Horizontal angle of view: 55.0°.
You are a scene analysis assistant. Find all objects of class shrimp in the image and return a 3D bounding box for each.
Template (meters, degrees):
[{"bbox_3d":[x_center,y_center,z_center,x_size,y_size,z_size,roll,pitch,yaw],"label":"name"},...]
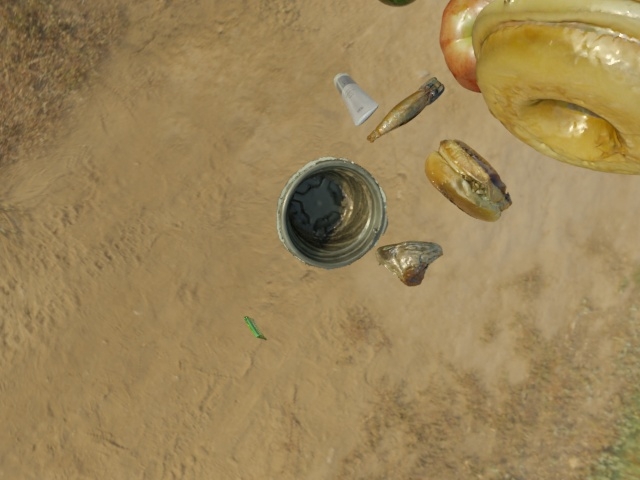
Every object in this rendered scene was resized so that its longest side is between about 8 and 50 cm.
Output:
[{"bbox_3d":[0.229,-0.352,1.702,0.253,0.173,0.058,-39,94,-8],"label":"shrimp"}]

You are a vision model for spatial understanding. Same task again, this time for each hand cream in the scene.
[{"bbox_3d":[0.093,-0.399,1.708,0.048,0.255,0.079,33,111,-35],"label":"hand cream"}]

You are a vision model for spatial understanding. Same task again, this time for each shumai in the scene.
[{"bbox_3d":[0.259,0.070,1.756,0.202,0.201,0.120,4,75,-30],"label":"shumai"}]

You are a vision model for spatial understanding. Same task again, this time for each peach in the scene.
[{"bbox_3d":[0.382,-0.440,1.330,0.257,0.233,0.232,-18,104,-58],"label":"peach"}]

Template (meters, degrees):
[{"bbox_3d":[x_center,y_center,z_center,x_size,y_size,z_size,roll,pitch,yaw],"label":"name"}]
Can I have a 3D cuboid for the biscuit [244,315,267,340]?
[{"bbox_3d":[-0.189,0.250,1.757,0.016,0.089,0.046,-42,153,7],"label":"biscuit"}]

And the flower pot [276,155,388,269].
[{"bbox_3d":[0.011,-0.067,1.285,0.236,0.140,0.235,-4,107,-13],"label":"flower pot"}]

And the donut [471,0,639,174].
[{"bbox_3d":[0.447,-0.259,0.990,0.449,0.449,0.198,33,87,-27],"label":"donut"}]

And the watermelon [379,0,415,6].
[{"bbox_3d":[0.229,-0.819,1.892,0.215,0.188,0.187,-13,100,-39],"label":"watermelon"}]

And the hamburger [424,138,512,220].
[{"bbox_3d":[0.489,-0.192,2.025,0.174,0.284,0.305,-51,144,9],"label":"hamburger"}]
